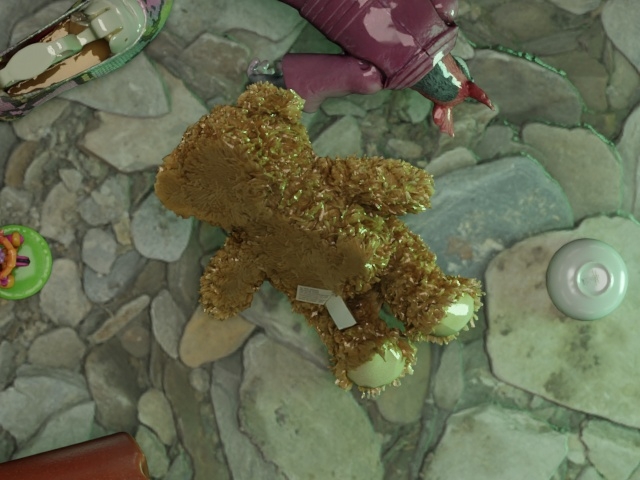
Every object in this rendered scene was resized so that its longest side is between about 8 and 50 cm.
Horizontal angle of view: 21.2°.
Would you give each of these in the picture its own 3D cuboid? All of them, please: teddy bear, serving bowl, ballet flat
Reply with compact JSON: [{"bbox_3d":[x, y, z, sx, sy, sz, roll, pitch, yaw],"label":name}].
[{"bbox_3d":[0.000,0.000,1.610,0.338,0.113,0.245,30,121,-9],"label":"teddy bear"},{"bbox_3d":[0.268,0.039,1.702,0.083,0.027,0.083,0,88,-7],"label":"serving bowl"},{"bbox_3d":[-0.232,-0.185,1.616,0.221,0.079,0.077,-33,92,-8],"label":"ballet flat"}]

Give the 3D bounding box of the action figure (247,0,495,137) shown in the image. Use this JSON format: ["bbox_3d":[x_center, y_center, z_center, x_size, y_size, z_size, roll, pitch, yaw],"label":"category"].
[{"bbox_3d":[0.032,-0.248,1.556,0.370,0.276,0.248,43,82,-5],"label":"action figure"}]

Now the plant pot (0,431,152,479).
[{"bbox_3d":[-0.262,0.305,1.518,0.265,0.272,0.272,-19,91,-15],"label":"plant pot"}]

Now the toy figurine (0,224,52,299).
[{"bbox_3d":[-0.332,0.017,1.556,0.173,0.159,0.130,4,88,-8],"label":"toy figurine"}]
